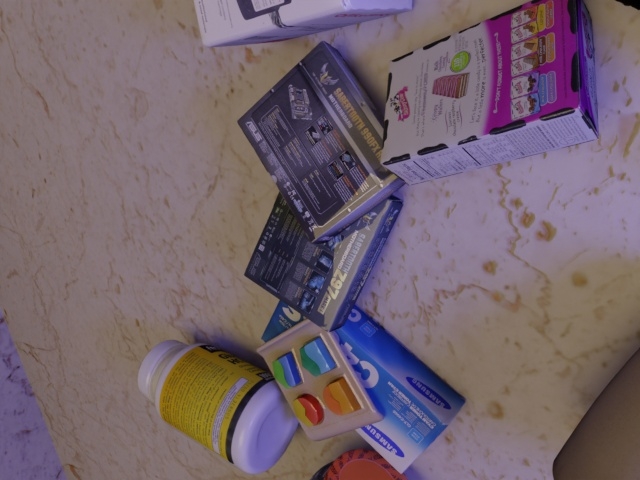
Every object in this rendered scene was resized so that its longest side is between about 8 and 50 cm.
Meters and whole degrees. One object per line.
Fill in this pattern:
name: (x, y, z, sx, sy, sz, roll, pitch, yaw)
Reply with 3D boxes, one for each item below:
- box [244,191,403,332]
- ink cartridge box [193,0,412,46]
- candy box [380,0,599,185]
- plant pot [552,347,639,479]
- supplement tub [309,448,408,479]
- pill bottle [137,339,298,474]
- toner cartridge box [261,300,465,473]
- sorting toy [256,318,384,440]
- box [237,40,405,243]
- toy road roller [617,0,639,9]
box: (0.000, 0.000, 0.868, 0.183, 0.059, 0.233, 30, 105, 25)
ink cartridge box: (-0.024, -0.327, 0.713, 0.237, 0.172, 0.100, 3, 111, 37)
candy box: (0.188, -0.169, 0.635, 0.233, 0.071, 0.159, -10, 63, 40)
plant pot: (0.422, 0.189, 0.571, 0.256, 0.256, 0.274, 23, 106, 28)
supplement tub: (0.041, 0.561, 1.030, 0.207, 0.207, 0.338, 35, 126, 21)
pill bottle: (-0.222, 0.330, 1.145, 0.333, 0.188, 0.188, 16, 119, 31)
toner cartridge box: (0.061, 0.222, 0.953, 0.348, 0.075, 0.165, 40, 130, 18)
sorting toy: (-0.012, 0.249, 0.946, 0.193, 0.038, 0.208, -37, 85, 42)
box: (0.006, -0.140, 0.795, 0.183, 0.056, 0.231, -38, 76, 22)
toy road roller: (0.344, -0.246, 0.418, 0.329, 0.240, 0.203, 37, 128, 20)
